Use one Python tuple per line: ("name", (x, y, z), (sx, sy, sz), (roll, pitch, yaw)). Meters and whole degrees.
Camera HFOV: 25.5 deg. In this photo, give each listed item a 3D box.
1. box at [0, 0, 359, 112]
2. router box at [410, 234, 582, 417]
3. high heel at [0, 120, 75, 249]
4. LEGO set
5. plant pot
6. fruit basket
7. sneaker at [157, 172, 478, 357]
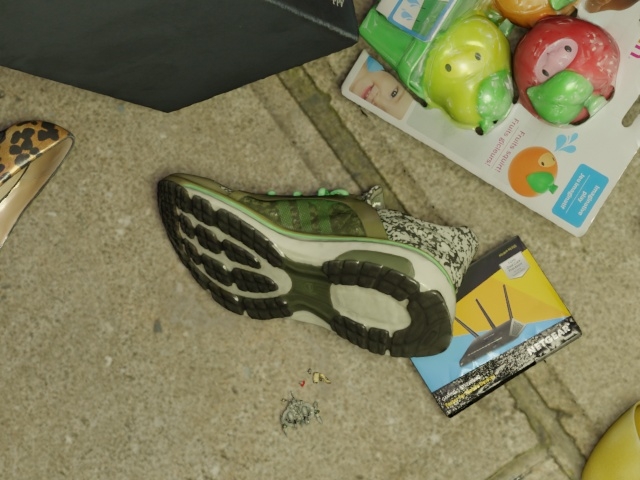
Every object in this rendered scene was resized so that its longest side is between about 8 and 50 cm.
("box", (-0.224, -0.433, 1.514), (0.297, 0.480, 0.472), (-18, 75, 28))
("router box", (0.184, 0.098, 1.596), (0.179, 0.046, 0.133), (-33, 76, 3))
("high heel", (-0.373, -0.017, 1.686), (0.186, 0.093, 0.261), (-14, 69, 13))
("LEGO set", (-0.021, 0.188, 1.627), (0.054, 0.023, 0.083), (10, 82, 12))
("plant pot", (0.337, 0.253, 1.511), (0.095, 0.134, 0.134), (-37, 75, 27))
("fruit basket", (0.228, -0.225, 1.552), (0.353, 0.165, 0.327), (36, 95, 35))
("sneaker", (0.000, 0.000, 1.622), (0.410, 0.158, 0.182), (20, 42, 24))
